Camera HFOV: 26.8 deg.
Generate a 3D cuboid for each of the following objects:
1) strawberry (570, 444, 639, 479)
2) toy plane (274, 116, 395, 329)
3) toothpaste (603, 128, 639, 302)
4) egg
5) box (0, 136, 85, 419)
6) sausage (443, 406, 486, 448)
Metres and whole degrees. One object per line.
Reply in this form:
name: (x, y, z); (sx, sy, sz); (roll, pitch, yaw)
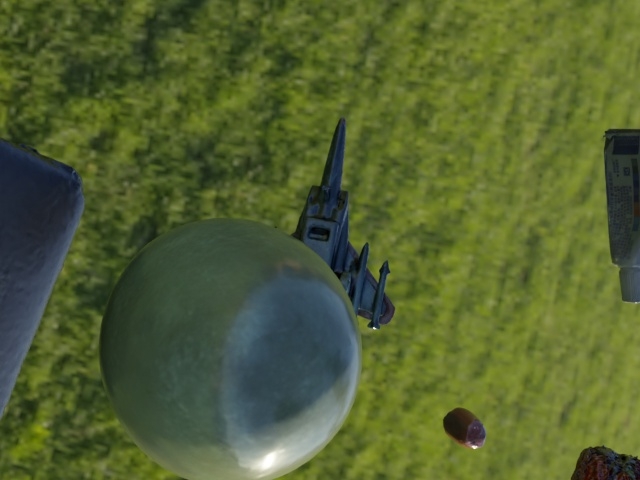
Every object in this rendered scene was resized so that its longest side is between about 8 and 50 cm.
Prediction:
strawberry: (0.311, 0.272, 1.476); (0.083, 0.083, 0.096); (-48, 168, -52)
toy plane: (-0.001, 0.000, 1.739); (0.104, 0.222, 0.326); (-32, 132, -83)
toothpaste: (0.501, -0.039, 2.160); (0.068, 0.099, 0.283); (-12, 101, -62)
egg: (-0.090, 0.106, 1.318); (0.352, 0.258, 0.259); (-177, -81, -76)
box: (-0.434, 0.041, 1.516); (0.350, 0.091, 0.359); (27, 83, -60)
sausage: (0.249, 0.326, 2.334); (0.054, 0.094, 0.059); (18, 101, -31)
